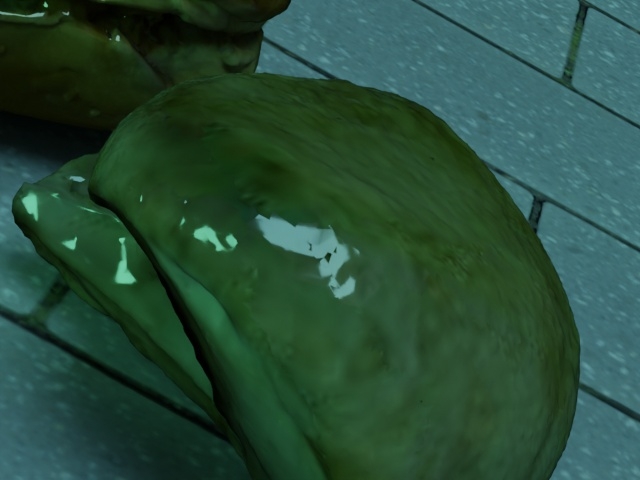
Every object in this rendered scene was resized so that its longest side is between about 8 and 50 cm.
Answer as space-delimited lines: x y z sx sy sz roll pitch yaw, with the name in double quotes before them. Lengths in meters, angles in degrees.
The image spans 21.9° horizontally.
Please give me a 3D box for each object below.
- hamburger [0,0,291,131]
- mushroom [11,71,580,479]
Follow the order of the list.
"hamburger" -0.171 -0.194 1.004 0.304 0.174 0.284 14 32 -26
"mushroom" 0.010 -0.002 0.822 0.217 0.212 0.292 -38 55 -20
